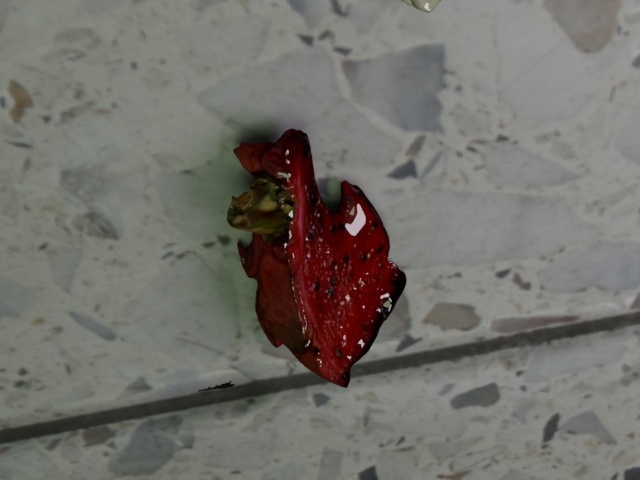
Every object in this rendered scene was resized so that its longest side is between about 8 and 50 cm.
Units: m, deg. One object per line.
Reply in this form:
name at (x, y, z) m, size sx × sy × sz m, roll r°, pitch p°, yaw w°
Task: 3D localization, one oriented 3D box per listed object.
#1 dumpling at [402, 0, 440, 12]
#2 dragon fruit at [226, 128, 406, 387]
dumpling at (0.053, -0.185, 0.574) m, size 0.076 × 0.057 × 0.052 m, roll 35°, pitch 155°, yaw 1°
dragon fruit at (-0.001, 0.011, 0.662) m, size 0.122 × 0.092 × 0.192 m, roll -11°, pitch 123°, yaw 2°
